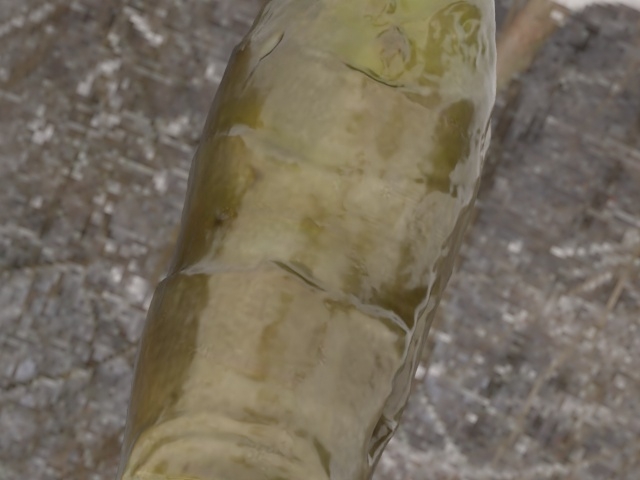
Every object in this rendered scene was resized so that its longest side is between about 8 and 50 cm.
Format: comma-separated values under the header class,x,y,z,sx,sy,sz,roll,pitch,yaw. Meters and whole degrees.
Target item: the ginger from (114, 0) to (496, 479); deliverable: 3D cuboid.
class,x,y,z,sx,sy,sz,roll,pitch,yaw
ginger,0.000,0.000,0.589,0.116,0.263,0.109,-7,148,41
